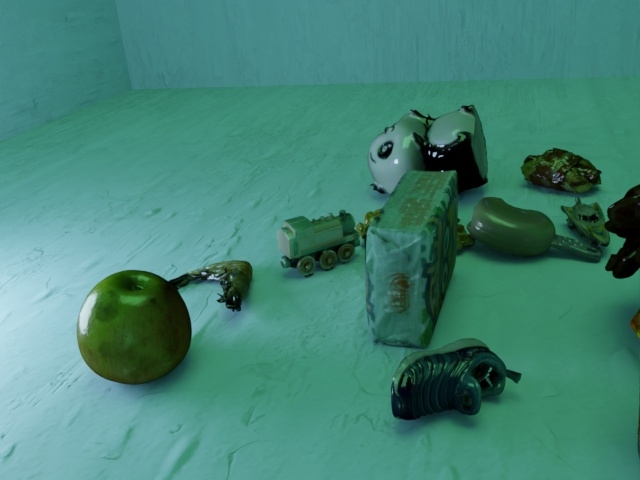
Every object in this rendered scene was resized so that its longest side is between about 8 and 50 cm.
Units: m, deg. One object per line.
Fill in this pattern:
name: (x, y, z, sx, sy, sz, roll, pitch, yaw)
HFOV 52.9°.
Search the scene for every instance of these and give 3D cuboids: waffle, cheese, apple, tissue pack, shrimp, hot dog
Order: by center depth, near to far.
apple: (-0.315, 0.142, 1.091, 0.195, 0.196, 0.196, -4, 24, 2)
tissue pack: (0.177, 0.023, 1.201, 0.127, 0.228, 0.311, 4, 27, 18)
shrimp: (-0.237, 0.105, 1.325, 0.198, 0.051, 0.262, -13, 21, -1)
cheese: (0.466, -0.013, 1.405, 0.286, 0.082, 0.163, 19, 31, 15)
waffle: (0.233, -0.032, 1.516, 0.291, 0.051, 0.291, -1, 23, 0)
hot dog: (0.653, -0.193, 1.743, 0.213, 0.103, 0.146, 16, 31, 37)

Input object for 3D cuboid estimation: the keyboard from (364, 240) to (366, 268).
keyboard: (0.136, 0.036, 1.436, 0.074, 0.015, 0.196, -3, 24, 4)

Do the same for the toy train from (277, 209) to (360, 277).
toy train: (0.000, 0.000, 1.411, 0.194, 0.125, 0.080, -18, 31, -25)

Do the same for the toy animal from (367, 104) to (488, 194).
toy animal: (0.285, -0.228, 1.763, 0.309, 0.251, 0.251, -6, 22, 25)

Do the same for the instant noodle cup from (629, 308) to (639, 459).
instant noodle cup: (0.508, 0.200, 0.771, 0.264, 0.200, 0.264, -4, 25, 2)

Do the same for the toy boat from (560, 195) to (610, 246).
toy boat: (0.605, -0.033, 1.441, 0.084, 0.066, 0.210, -4, 25, 6)

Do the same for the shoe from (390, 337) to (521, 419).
shoe: (0.193, 0.209, 0.942, 0.207, 0.092, 0.106, -14, 20, -27)

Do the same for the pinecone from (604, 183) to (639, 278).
pinecone: (0.646, 0.014, 0.983, 0.397, 0.398, 0.398, -4, 24, 2)
